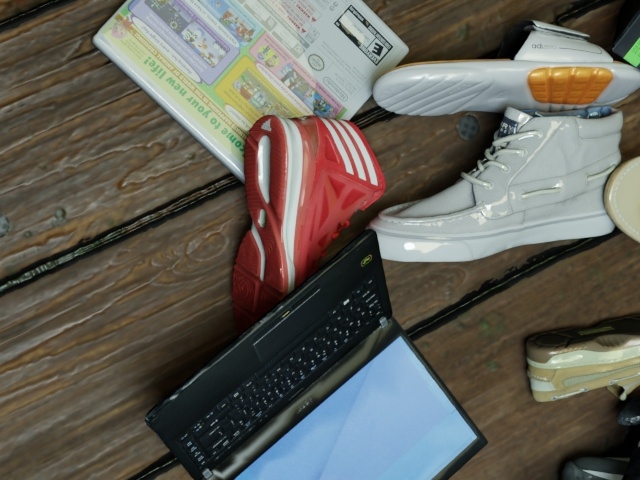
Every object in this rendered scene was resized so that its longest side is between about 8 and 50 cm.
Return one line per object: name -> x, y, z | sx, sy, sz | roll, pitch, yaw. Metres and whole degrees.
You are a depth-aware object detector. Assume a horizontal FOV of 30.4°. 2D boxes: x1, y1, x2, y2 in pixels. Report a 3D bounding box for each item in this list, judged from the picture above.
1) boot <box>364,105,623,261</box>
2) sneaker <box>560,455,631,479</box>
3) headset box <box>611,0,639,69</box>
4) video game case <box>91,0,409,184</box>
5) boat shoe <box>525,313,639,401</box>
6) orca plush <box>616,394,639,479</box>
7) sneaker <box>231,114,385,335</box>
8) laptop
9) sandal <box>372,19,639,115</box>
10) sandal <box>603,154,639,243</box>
boot -> 0.156, -0.059, 1.049 | 0.258, 0.095, 0.123 | -10, 110, -24
sneaker -> 0.359, 0.233, 1.131 | 0.271, 0.100, 0.108 | 7, 52, -8
headset box -> 0.429, -0.214, 1.031 | 0.283, 0.131, 0.246 | 34, 123, -2
video game case -> -0.057, -0.171, 1.033 | 0.212, 0.023, 0.193 | 43, 79, -13
boat shoe -> 0.286, 0.116, 1.120 | 0.190, 0.068, 0.072 | -7, 105, -6
orca plush -> 0.320, 0.174, 1.039 | 0.287, 0.151, 0.102 | -15, 138, -26
sneaker -> 0.000, 0.000, 1.017 | 0.128, 0.087, 0.221 | -7, 115, -33
laptop -> 0.011, 0.159, 0.997 | 0.234, 0.264, 0.136 | -40, 64, -13
sandal -> 0.171, -0.161, 1.057 | 0.265, 0.102, 0.076 | -1, 73, -21
sandal -> 0.369, -0.017, 1.088 | 0.240, 0.079, 0.088 | 22, 85, -36
